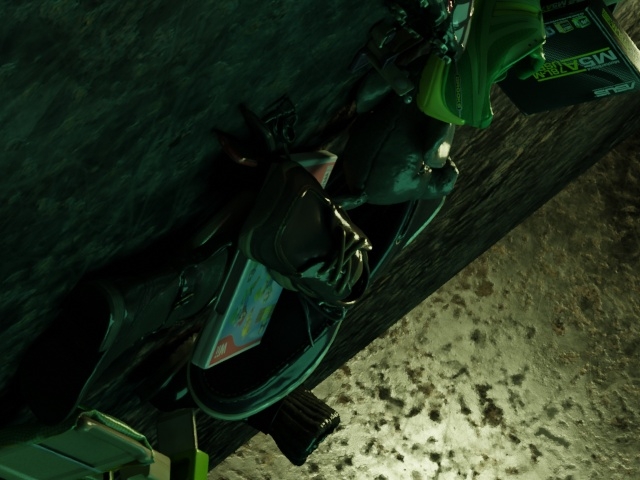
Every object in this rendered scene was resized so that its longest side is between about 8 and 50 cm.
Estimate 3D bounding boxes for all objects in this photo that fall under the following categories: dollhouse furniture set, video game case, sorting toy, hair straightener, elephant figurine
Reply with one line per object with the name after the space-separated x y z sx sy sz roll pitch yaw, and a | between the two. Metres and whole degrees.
-0.308 0.247 1.933 0.197 0.151 0.301 -20 148 22 | dollhouse furniture set
-0.070 0.020 1.889 0.285 0.025 0.204 -67 166 13 | video game case
-0.132 0.009 1.915 0.193 0.038 0.208 -43 165 6 | sorting toy
-0.051 -0.117 1.648 0.089 0.047 0.230 -42 170 5 | hair straightener
0.117 -0.168 1.852 0.169 0.186 0.239 7 137 -14 | elephant figurine
0.111 -0.220 1.719 0.114 0.081 0.091 -35 167 -33 | dollhouse furniture set

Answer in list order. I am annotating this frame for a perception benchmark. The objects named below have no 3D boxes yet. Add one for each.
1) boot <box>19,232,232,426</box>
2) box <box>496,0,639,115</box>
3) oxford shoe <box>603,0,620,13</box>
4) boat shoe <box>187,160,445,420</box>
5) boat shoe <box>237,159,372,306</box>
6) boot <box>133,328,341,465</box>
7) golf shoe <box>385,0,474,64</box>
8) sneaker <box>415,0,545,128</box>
-0.227 0.109 1.772 0.229 0.091 0.263 -21 155 -51 | boot
0.315 -0.247 1.945 0.190 0.184 0.045 -10 -127 34 | box
0.405 -0.400 1.864 0.140 0.146 0.397 -34 167 -35 | oxford shoe
-0.018 0.048 2.095 0.500 0.187 0.156 -47 164 1 | boat shoe
0.000 0.000 1.779 0.132 0.130 0.355 -63 166 -5 | boat shoe
-0.120 0.260 2.328 0.131 0.260 0.348 -47 169 25 | boot
0.138 -0.273 1.563 0.120 0.105 0.273 -48 170 -3 | golf shoe
0.223 -0.257 1.759 0.295 0.123 0.109 -59 177 -14 | sneaker
